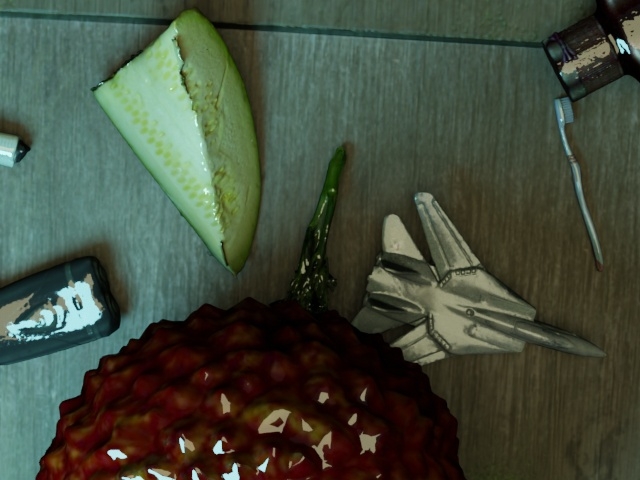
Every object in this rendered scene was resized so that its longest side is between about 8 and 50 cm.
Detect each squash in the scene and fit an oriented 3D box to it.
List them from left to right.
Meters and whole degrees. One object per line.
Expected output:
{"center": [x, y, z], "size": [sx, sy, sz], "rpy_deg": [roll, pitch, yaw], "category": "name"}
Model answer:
{"center": [-0.099, -0.104, 1.640], "size": [0.252, 0.093, 0.169], "rpy_deg": [53, 138, -5], "category": "squash"}

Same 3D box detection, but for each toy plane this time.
{"center": [0.173, 0.077, 1.684], "size": [0.267, 0.088, 0.212], "rpy_deg": [16, 97, -11], "category": "toy plane"}

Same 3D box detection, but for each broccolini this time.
{"center": [0.009, 0.002, 1.685], "size": [0.058, 0.074, 0.201], "rpy_deg": [26, 83, -40], "category": "broccolini"}

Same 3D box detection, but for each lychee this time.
{"center": [-0.075, 0.267, 1.546], "size": [0.424, 0.500, 0.425], "rpy_deg": [12, 67, -31], "category": "lychee"}

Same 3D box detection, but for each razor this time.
{"center": [-0.292, 0.077, 1.684], "size": [0.148, 0.054, 0.090], "rpy_deg": [-18, 97, 2], "category": "razor"}

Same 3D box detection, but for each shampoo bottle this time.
{"center": [0.384, -0.247, 1.610], "size": [0.323, 0.084, 0.129], "rpy_deg": [-26, 93, 7], "category": "shampoo bottle"}

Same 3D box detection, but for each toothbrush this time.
{"center": [0.279, -0.060, 1.699], "size": [0.019, 0.013, 0.193], "rpy_deg": [-15, 96, -8], "category": "toothbrush"}

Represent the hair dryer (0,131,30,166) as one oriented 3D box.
{"center": [-0.425, -0.108, 1.665], "size": [0.236, 0.073, 0.131], "rpy_deg": [12, 98, -11], "category": "hair dryer"}
